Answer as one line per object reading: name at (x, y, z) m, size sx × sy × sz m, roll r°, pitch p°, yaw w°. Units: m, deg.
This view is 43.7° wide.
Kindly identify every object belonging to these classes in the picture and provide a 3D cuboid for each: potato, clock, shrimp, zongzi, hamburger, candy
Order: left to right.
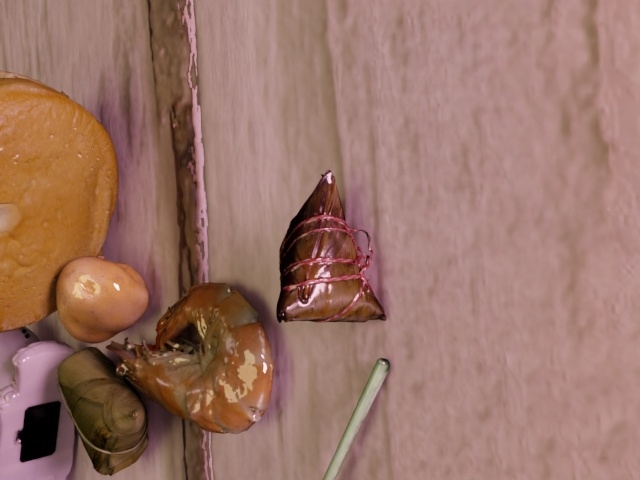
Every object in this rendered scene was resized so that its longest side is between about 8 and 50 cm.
hamburger at (-0.250, -0.038, 0.592) m, size 0.122 × 0.189 × 0.215 m, roll 31°, pitch 127°, yaw 32°
clock at (-0.281, 0.155, 0.721) m, size 0.117 × 0.080 × 0.176 m, roll 23°, pitch 109°, yaw 41°
potato at (-0.168, 0.047, 0.608) m, size 0.068 × 0.062 × 0.083 m, roll 31°, pitch 119°, yaw 1°
zongzi at (-0.165, 0.111, 0.603) m, size 0.104 × 0.052 × 0.113 m, roll 54°, pitch 149°, yaw 21°
shrimp at (-0.095, 0.078, 0.553) m, size 0.180 × 0.041 × 0.099 m, roll 0°, pitch 92°, yaw 46°
candy at (-0.001, 0.156, 0.467) m, size 0.061 × 0.061 × 0.202 m, roll 36°, pitch 110°, yaw 38°
zongzi at (0.000, 0.000, 0.442) m, size 0.083 × 0.067 × 0.073 m, roll 57°, pitch 139°, yaw 48°
